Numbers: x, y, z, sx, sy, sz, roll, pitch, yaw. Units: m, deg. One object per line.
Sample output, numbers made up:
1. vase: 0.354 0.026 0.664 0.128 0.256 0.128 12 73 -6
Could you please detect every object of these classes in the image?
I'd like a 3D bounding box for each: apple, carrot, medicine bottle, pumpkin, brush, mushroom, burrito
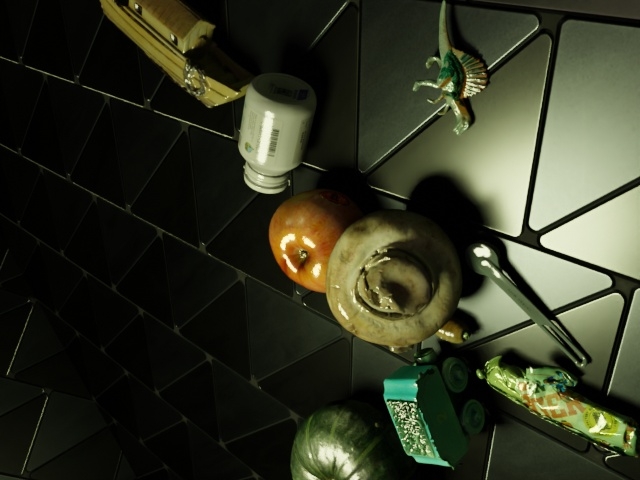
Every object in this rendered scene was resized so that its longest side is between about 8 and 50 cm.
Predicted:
1. apple: 0.000 0.000 1.281 0.209 0.164 0.209 22 126 34
2. carrot: 0.178 0.132 1.258 0.254 0.049 0.049 26 128 38
3. medicine bottle: -0.091 -0.203 1.287 0.135 0.135 0.215 39 134 26
4. pumpkin: 0.079 0.496 1.441 0.300 0.207 0.300 9 107 33
5. brush: 0.342 0.104 1.089 0.266 0.027 0.062 48 138 11
6. mushroom: 0.130 0.072 1.135 0.184 0.254 0.255 -161 50 -77
7. burrito: 0.394 0.256 1.087 0.288 0.054 0.104 22 125 38

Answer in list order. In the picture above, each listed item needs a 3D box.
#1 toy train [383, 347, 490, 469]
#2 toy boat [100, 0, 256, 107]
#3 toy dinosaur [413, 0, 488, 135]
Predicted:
1. toy train: 0.212 0.312 1.228 0.112 0.163 0.203 -18 97 51
2. toy boat: -0.299 -0.442 1.396 0.445 0.136 0.162 44 141 14
3. toy dinosaur: 0.210 -0.261 1.019 0.106 0.044 0.187 26 116 19
